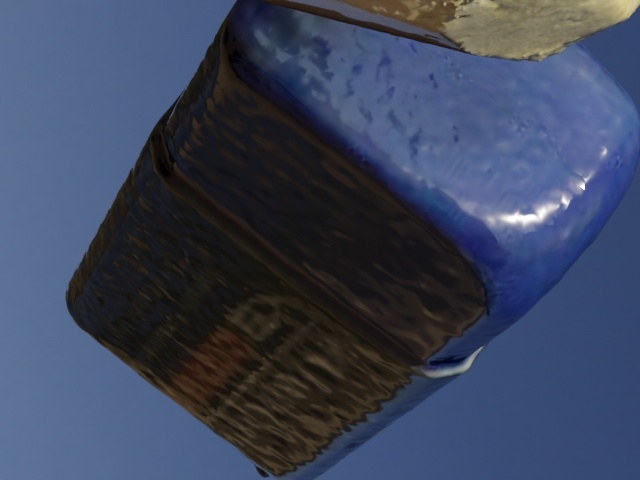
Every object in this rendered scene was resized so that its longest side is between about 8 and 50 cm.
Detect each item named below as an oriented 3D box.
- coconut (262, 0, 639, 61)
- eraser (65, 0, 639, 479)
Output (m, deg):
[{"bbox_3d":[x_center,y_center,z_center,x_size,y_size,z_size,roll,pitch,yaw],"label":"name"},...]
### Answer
[{"bbox_3d":[0.025,-0.108,0.460,0.122,0.116,0.116,18,-68,26],"label":"coconut"},{"bbox_3d":[0.000,0.000,0.769,0.155,0.101,0.332,38,-24,-2],"label":"eraser"}]
